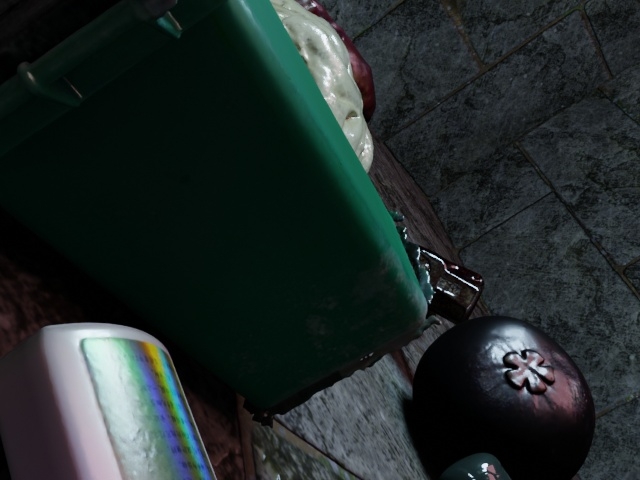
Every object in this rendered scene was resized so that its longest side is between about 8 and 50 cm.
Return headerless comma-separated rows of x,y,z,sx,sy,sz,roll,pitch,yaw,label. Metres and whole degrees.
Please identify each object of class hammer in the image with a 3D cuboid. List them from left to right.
0.182,0.094,1.347,0.242,0.095,0.409,25,-9,17,hammer

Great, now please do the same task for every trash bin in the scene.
-0.082,-0.054,0.546,0.381,0.259,0.295,51,14,-31,trash bin

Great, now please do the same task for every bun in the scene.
-0.041,-0.229,1.100,0.360,0.211,0.360,61,5,-9,bun

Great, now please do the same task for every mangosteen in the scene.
0.266,0.270,1.090,0.302,0.275,0.275,99,-29,-53,mangosteen

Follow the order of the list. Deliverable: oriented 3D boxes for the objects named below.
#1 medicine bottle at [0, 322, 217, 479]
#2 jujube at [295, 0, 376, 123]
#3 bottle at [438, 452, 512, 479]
-0.095,0.153,0.374,0.219,0.078,0.115,63,13,25,medicine bottle
-0.053,-0.355,1.395,0.377,0.258,0.258,46,10,17,jujube
0.230,0.389,0.836,0.271,0.143,0.156,61,-12,9,bottle
